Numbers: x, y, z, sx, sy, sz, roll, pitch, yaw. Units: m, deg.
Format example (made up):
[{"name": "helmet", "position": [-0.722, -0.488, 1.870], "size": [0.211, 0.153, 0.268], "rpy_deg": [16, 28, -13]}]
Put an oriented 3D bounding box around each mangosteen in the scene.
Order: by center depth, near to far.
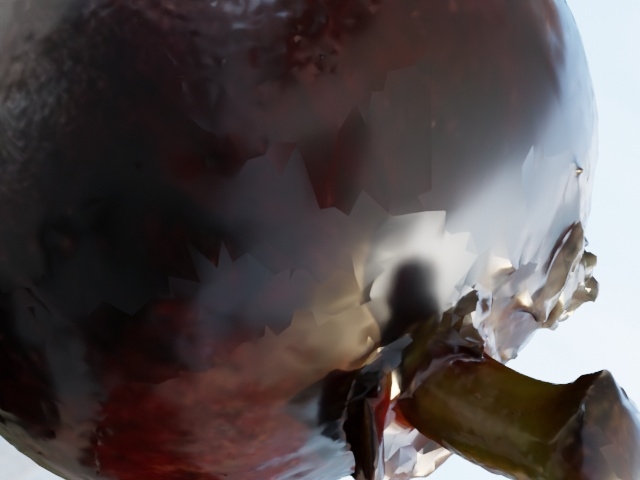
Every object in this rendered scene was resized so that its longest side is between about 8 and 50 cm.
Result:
[{"name": "mangosteen", "position": [0.000, 0.000, 0.499], "size": [0.261, 0.235, 0.235], "rpy_deg": [47, -24, 30]}]
